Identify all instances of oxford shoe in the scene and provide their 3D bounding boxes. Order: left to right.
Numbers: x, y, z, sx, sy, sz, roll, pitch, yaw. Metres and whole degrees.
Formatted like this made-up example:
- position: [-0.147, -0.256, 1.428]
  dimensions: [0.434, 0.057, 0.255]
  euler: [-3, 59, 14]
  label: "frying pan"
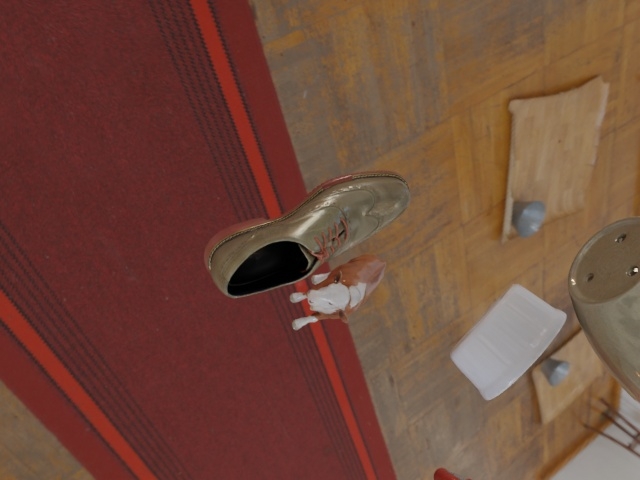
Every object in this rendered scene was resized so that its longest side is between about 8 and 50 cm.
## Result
- position: [0.000, 0.000, 0.763]
  dimensions: [0.348, 0.130, 0.123]
  euler: [-26, 119, -9]
  label: "oxford shoe"

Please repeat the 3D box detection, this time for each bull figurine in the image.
- position: [0.037, 0.112, 1.095]
  dimensions: [0.310, 0.188, 0.101]
  euler: [-23, 92, -57]
  label: "bull figurine"

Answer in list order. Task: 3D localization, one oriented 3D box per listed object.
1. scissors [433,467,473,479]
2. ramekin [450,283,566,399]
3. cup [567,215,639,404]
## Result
- position: [0.202, 0.243, 0.370]
  dimensions: [0.109, 0.297, 0.021]
  euler: [36, 75, -25]
  label: "scissors"
- position: [0.440, 0.234, 1.205]
  dimensions: [0.277, 0.135, 0.277]
  euler: [-42, 162, -17]
  label: "ramekin"
- position: [0.555, 0.092, 0.808]
  dimensions: [0.236, 0.331, 0.331]
  euler: [33, 94, -11]
  label: "cup"
